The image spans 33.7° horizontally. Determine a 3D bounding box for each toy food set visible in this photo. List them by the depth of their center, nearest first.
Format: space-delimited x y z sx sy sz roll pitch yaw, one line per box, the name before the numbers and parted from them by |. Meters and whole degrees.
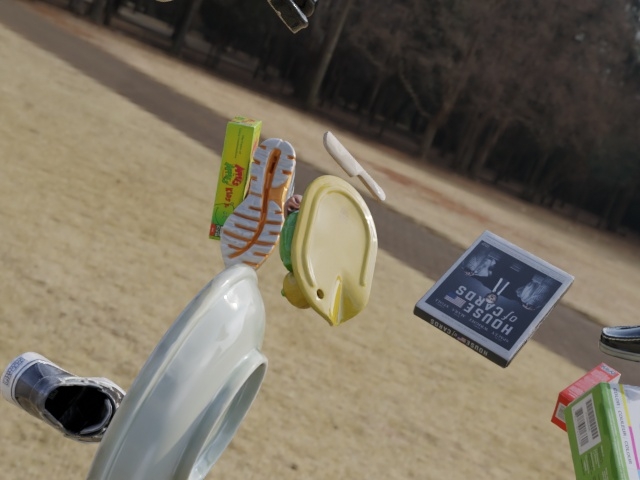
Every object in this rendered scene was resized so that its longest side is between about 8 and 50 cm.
toy food set | 0.000 0.000 1.213 0.071 0.217 0.128 -19 -46 39

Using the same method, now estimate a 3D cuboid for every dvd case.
dvd case | 0.292 0.092 1.771 0.179 0.029 0.239 30 48 21

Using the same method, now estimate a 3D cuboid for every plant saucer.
plant saucer | -0.166 0.225 1.420 0.101 0.400 0.400 30 11 8

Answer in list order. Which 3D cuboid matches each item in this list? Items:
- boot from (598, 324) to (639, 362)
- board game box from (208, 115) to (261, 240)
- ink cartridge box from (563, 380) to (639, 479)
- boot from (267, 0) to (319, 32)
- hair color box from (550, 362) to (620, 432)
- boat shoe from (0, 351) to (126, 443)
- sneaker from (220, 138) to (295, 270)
boot | 0.507 0.077 1.471 0.237 0.178 0.085 -2 15 13
board game box | -0.131 -0.095 1.632 0.043 0.181 0.092 11 13 1
ink cartridge box | 0.476 0.307 1.438 0.255 0.097 0.188 10 55 -19
boot | -0.013 -0.480 1.405 0.131 0.260 0.347 -98 163 -75
hair color box | 0.482 0.285 1.923 0.141 0.072 0.043 -22 43 -39
boat shoe | -0.349 0.252 1.584 0.102 0.108 0.301 24 -14 29
sneaker | -0.084 -0.041 1.568 0.084 0.214 0.083 19 -15 8
